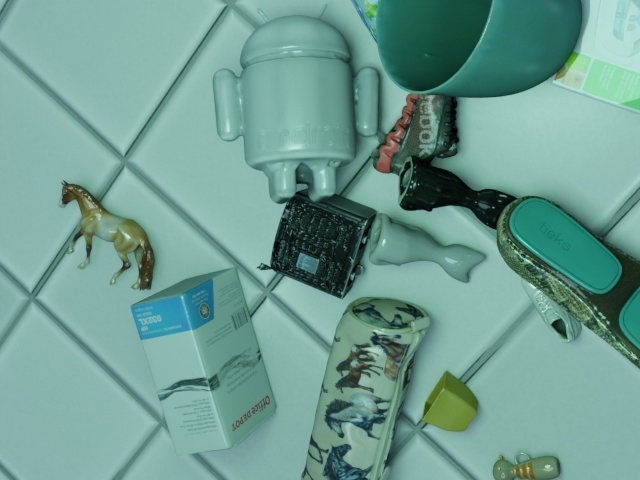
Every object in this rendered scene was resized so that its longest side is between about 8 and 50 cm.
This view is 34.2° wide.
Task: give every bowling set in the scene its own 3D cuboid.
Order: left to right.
[{"bbox_3d":[0.369,0.545,1.891,0.154,0.200,0.286,-12,93,24],"label":"bowling set"}]

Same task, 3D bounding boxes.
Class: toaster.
[{"bbox_3d":[0.000,0.000,1.953,0.186,0.110,0.168,21,107,15],"label":"toaster"}]

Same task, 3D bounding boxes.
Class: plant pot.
[{"bbox_3d":[0.248,0.309,1.946,0.083,0.081,0.081,29,111,0],"label":"plant pot"},{"bbox_3d":[0.267,-0.359,1.645,0.293,0.235,0.292,-12,76,56],"label":"plant pot"}]

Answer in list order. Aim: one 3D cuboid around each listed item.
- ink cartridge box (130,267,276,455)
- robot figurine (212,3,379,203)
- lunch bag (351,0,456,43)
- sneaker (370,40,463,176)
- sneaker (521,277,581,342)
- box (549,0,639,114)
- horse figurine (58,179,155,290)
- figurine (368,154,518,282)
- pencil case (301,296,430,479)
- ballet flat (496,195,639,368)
[{"bbox_3d":[-0.221,0.233,2.027,0.129,0.223,0.307,-13,97,24],"label":"ink cartridge box"},{"bbox_3d":[-0.039,-0.245,1.849,0.300,0.200,0.353,-3,86,-13],"label":"robot figurine"},{"bbox_3d":[0.134,-0.459,1.816,0.176,0.090,0.219,-28,92,20],"label":"lunch bag"},{"bbox_3d":[0.202,-0.220,1.837,0.135,0.098,0.276,31,113,13],"label":"sneaker"},{"bbox_3d":[0.410,0.116,1.850,0.054,0.061,0.152,-39,85,25],"label":"sneaker"},{"bbox_3d":[0.529,-0.340,1.672,0.231,0.127,0.261,24,108,17],"label":"box"},{"bbox_3d":[-0.434,0.000,2.145,0.263,0.066,0.174,28,116,16],"label":"horse figurine"},{"bbox_3d":[0.216,-0.025,1.845,0.210,0.092,0.214,17,125,-12],"label":"figurine"},{"bbox_3d":[0.088,0.303,1.957,0.184,0.160,0.410,24,109,32],"label":"pencil case"},{"bbox_3d":[0.496,0.106,1.739,0.483,0.182,0.164,38,72,21],"label":"ballet flat"}]
